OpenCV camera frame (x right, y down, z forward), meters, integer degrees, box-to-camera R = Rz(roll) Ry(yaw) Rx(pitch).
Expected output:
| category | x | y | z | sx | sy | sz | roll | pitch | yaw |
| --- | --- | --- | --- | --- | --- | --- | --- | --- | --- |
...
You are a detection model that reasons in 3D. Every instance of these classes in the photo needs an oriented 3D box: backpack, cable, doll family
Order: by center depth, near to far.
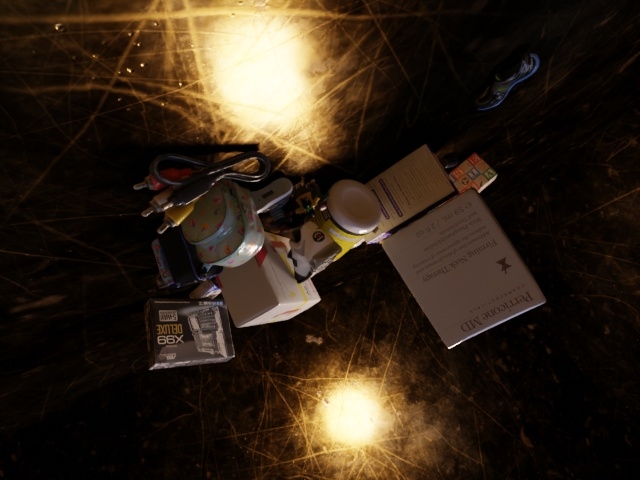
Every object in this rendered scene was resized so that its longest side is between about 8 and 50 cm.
| category | x | y | z | sx | sy | sz | roll | pitch | yaw |
| --- | --- | --- | --- | --- | --- | --- | --- | --- | --- |
| cable | -0.237 | -0.137 | 0.845 | 0.072 | 0.139 | 0.287 | 8 | -144 | 44 |
| backpack | -0.226 | -0.035 | 0.953 | 0.166 | 0.188 | 0.144 | -30 | 165 | 16 |
| backpack | -0.340 | 0.039 | 1.104 | 0.117 | 0.158 | 0.173 | -21 | 178 | 13 |
| doll family | -0.068 | -0.092 | 1.176 | 0.193 | 0.111 | 0.076 | -30 | 165 | 13 |

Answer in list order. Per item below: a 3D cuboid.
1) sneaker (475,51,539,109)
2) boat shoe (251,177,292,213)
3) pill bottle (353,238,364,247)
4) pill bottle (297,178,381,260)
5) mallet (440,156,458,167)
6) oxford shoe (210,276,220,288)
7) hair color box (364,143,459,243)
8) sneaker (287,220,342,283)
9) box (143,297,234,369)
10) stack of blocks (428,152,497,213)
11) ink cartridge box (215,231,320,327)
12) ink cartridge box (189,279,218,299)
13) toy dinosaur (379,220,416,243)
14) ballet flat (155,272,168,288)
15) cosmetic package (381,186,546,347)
| category | x | y | z | sx | sy | sz | roll | pitch | yaw |
| --- | --- | --- | --- | --- | --- | --- | --- | --- | --- |
| sneaker | 0.479 | -0.424 | 1.095 | 0.078 | 0.066 | 0.188 | 7 | 152 | -27 |
| boat shoe | -0.156 | -0.096 | 1.094 | 0.184 | 0.065 | 0.083 | -27 | 166 | -16 |
| pill bottle | 0.088 | -0.020 | 1.596 | 0.121 | 0.121 | 0.221 | -11 | 170 | -45 |
| pill bottle | 0.037 | -0.041 | 1.382 | 0.188 | 0.187 | 0.334 | -15 | 161 | -37 |
| mallet | 0.471 | -0.273 | 1.635 | 0.063 | 0.039 | 0.189 | -18 | 167 | -18 |
| oxford shoe | -0.332 | 0.119 | 1.431 | 0.096 | 0.082 | 0.227 | -42 | -158 | -14 |
| hair color box | 0.268 | -0.149 | 1.407 | 0.339 | 0.185 | 0.110 | -32 | 167 | 22 |
| sneaker | -0.036 | 0.031 | 1.272 | 0.123 | 0.146 | 0.330 | -35 | 172 | -25 |
| box | -0.494 | 0.344 | 1.563 | 0.308 | 0.242 | 0.077 | 8 | 146 | -40 |
| stack of blocks | 0.572 | -0.192 | 1.696 | 0.297 | 0.171 | 0.087 | -41 | 165 | 7 |
| ink cartridge box | -0.179 | 0.122 | 1.399 | 0.161 | 0.279 | 0.385 | -31 | 165 | 12 |
| ink cartridge box | -0.426 | 0.182 | 1.633 | 0.097 | 0.046 | 0.207 | -9 | 158 | -49 |
| toy dinosaur | 0.374 | -0.019 | 1.783 | 0.218 | 0.323 | 0.164 | -57 | 166 | -79 |
| ballet flat | -0.413 | 0.092 | 1.344 | 0.250 | 0.058 | 0.084 | -19 | 179 | -38 |
| cosmetic package | 0.470 | 0.070 | 1.382 | 0.330 | 0.393 | 0.327 | -34 | 175 | 21 |
